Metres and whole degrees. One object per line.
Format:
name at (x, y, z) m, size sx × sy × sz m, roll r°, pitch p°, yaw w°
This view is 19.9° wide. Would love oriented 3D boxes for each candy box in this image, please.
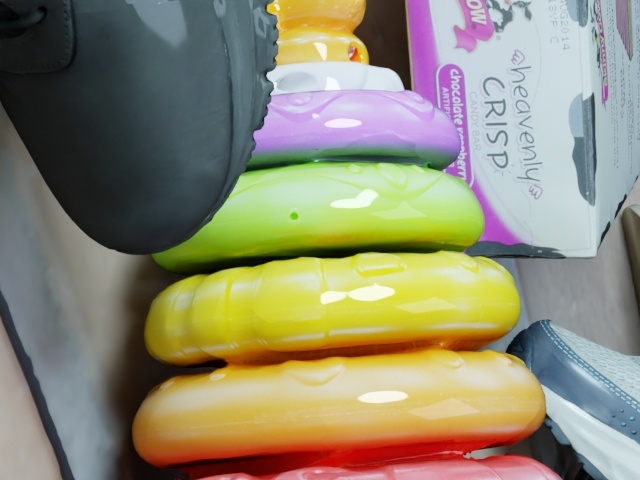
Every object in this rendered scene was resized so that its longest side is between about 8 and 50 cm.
candy box at (0.096, -0.097, 0.766) m, size 0.233 × 0.071 × 0.159 m, roll -42°, pitch 129°, yaw -68°

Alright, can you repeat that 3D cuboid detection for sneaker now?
sneaker at (0.224, 0.082, 0.893) m, size 0.283 × 0.110 × 0.122 m, roll 22°, pitch 106°, yaw -17°
sneaker at (-0.107, -0.116, 0.485) m, size 0.130 × 0.109 × 0.286 m, roll -39°, pitch 116°, yaw -41°

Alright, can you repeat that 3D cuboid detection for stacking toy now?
stacking toy at (0.000, 0.000, 0.628) m, size 0.175 × 0.166 × 0.302 m, roll 2°, pitch 80°, yaw -46°

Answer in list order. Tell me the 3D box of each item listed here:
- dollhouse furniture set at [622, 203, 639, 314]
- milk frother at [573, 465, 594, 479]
dollhouse furniture set at (0.251, 0.000, 1.003) m, size 0.151 × 0.144 × 0.123 m, roll -23°, pitch 118°, yaw -14°
milk frother at (0.206, 0.177, 0.959) m, size 0.143 × 0.135 × 0.129 m, roll 34°, pitch 64°, yaw -54°
